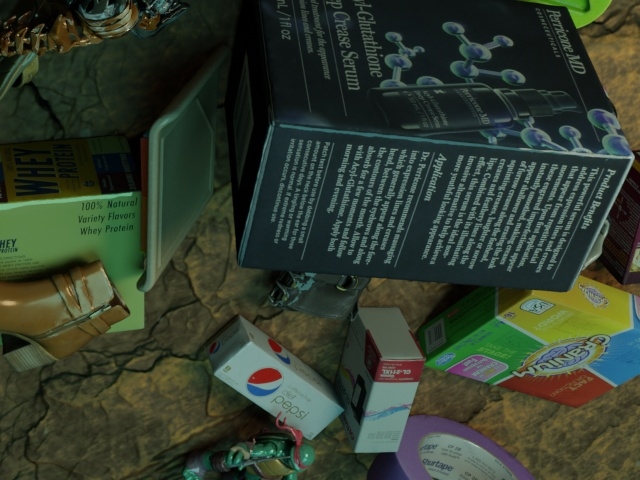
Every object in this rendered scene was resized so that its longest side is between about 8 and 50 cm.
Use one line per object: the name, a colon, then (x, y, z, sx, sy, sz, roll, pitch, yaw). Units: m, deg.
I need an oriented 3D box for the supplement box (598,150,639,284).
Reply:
supplement box: (0.486, -0.035, 1.787, 0.104, 0.081, 0.188, -5, 124, -18)

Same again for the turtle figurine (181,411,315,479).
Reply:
turtle figurine: (-0.080, 0.331, 1.761, 0.234, 0.118, 0.175, -16, 122, 43)

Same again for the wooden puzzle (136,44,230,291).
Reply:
wooden puzzle: (-0.168, -0.089, 1.438, 0.044, 0.221, 0.238, 16, 123, 7)

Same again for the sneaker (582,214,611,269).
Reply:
sneaker: (0.283, -0.027, 1.667, 0.226, 0.163, 0.086, -7, 127, -14)

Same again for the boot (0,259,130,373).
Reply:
boot: (-0.316, 0.059, 1.386, 0.152, 0.073, 0.197, -26, 140, 1)

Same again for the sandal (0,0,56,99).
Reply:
sandal: (-0.339, -0.208, 1.376, 0.180, 0.072, 0.049, -49, 147, 10)

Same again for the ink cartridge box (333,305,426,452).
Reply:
ink cartridge box: (0.080, 0.201, 1.768, 0.072, 0.127, 0.175, 1, 122, -20)

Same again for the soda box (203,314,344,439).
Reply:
soda box: (-0.065, 0.196, 1.748, 0.074, 0.069, 0.216, -42, 128, 10)

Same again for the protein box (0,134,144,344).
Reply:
protein box: (-0.320, -0.001, 1.473, 0.200, 0.136, 0.201, -6, 125, -16)

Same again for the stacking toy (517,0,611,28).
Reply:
stacking toy: (0.356, -0.411, 1.496, 0.280, 0.130, 0.309, -10, 128, 19)

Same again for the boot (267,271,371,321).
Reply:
boot: (0.000, 0.000, 1.623, 0.263, 0.091, 0.229, 24, 112, -34)

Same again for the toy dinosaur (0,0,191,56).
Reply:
toy dinosaur: (-0.229, -0.283, 1.289, 0.322, 0.164, 0.218, -53, 146, -29)

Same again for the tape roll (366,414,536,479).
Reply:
tape roll: (0.210, 0.387, 1.851, 0.275, 0.275, 0.090, 15, 117, -29)

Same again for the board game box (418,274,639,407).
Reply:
board game box: (0.343, 0.143, 1.806, 0.317, 0.064, 0.242, 18, 141, -29)

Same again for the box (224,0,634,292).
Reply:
box: (0.104, -0.125, 1.396, 0.396, 0.293, 0.212, 4, 133, -13)

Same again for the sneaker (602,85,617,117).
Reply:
sneaker: (0.314, -0.169, 1.632, 0.178, 0.077, 0.072, -14, 125, -9)
